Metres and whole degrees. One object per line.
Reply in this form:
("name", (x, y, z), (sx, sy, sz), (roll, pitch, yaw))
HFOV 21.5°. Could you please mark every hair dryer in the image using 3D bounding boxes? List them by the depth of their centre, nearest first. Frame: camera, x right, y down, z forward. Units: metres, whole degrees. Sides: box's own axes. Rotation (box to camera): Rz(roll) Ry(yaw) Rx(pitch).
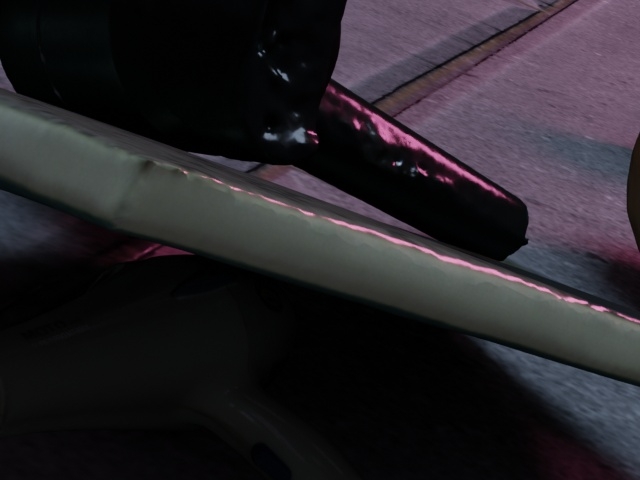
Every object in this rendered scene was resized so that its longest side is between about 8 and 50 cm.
("hair dryer", (-0.032, 0.077, 0.545), (0.167, 0.067, 0.199), (3, 37, -48))
("hair dryer", (0.014, -0.058, 0.814), (0.302, 0.116, 0.244), (26, -4, -29))

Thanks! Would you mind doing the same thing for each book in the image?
("book", (0.000, 0.000, 0.635), (0.379, 0.031, 0.264), (18, 3, -44))

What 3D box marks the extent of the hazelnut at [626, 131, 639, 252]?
("hazelnut", (0.303, -0.035, 0.959), (0.261, 0.261, 0.241), (27, 17, 15))
